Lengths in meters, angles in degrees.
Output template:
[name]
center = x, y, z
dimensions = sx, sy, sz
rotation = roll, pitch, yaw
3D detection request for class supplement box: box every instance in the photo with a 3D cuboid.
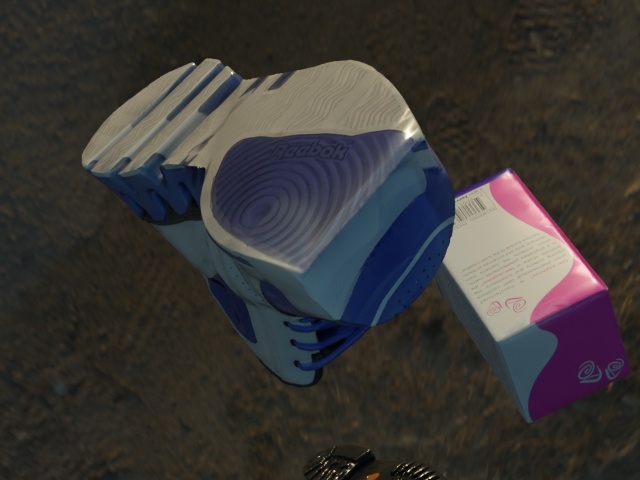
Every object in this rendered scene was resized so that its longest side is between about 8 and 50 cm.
[supplement box]
center = 0.185, 0.047, 1.515
dimensions = 0.111, 0.114, 0.220
rotation = -25, 35, -3

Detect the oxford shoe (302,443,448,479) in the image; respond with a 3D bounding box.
[oxford shoe]
center = 0.078, 0.277, 1.659
dimensions = 0.083, 0.227, 0.096
rotation = -32, 113, -25

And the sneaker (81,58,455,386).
[sneaker]
center = -0.001, 0.000, 0.924
dimensions = 0.127, 0.315, 0.182
rotation = -46, 118, -12
